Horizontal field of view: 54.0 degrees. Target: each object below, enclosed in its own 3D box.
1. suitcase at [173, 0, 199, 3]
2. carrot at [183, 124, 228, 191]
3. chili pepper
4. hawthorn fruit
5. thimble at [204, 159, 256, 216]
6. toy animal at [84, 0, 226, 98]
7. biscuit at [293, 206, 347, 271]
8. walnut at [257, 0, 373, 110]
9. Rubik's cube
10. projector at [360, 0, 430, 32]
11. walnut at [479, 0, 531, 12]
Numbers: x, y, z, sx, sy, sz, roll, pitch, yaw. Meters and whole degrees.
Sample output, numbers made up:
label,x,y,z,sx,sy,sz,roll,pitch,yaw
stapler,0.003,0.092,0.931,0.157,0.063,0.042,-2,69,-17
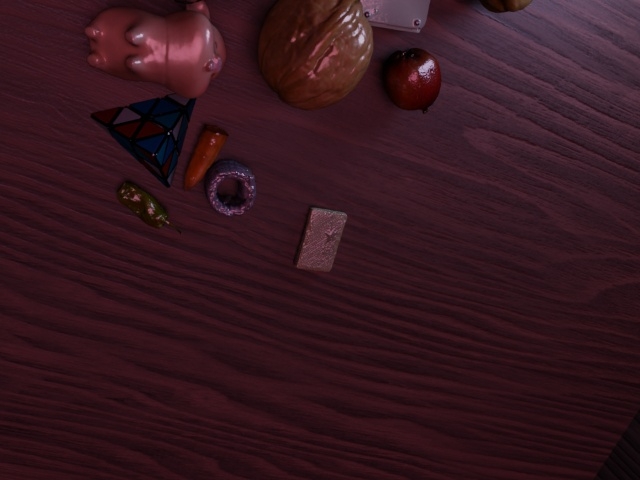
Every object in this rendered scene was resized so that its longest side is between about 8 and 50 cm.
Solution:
label,x,y,z,sx,sy,sz,roll,pitch,yaw
suitcase,-0.318,-0.688,1.424,0.433,0.194,0.283,2,116,-4
carrot,-0.328,-0.219,1.723,0.072,0.072,0.205,24,107,-24
chili pepper,-0.473,-0.080,1.741,0.204,0.073,0.072,42,115,-16
hawthorn fruit,0.256,-0.434,1.745,0.169,0.169,0.188,-21,120,-6
thimble,-0.252,-0.146,1.760,0.150,0.098,0.150,-6,115,-13
toy animal,-0.389,-0.460,1.513,0.326,0.269,0.237,20,121,16
biscuit,0.000,0.000,1.931,0.121,0.040,0.200,8,110,-21
walnut,-0.014,-0.489,1.583,0.313,0.277,0.252,-45,156,12
Rubik's cube,-0.489,-0.271,1.606,0.234,0.250,0.284,21,112,-3
projector,0.189,-0.685,1.640,0.198,0.108,0.251,4,113,-17
walnut,0.483,-0.743,1.638,0.282,0.227,0.283,-3,94,-47
